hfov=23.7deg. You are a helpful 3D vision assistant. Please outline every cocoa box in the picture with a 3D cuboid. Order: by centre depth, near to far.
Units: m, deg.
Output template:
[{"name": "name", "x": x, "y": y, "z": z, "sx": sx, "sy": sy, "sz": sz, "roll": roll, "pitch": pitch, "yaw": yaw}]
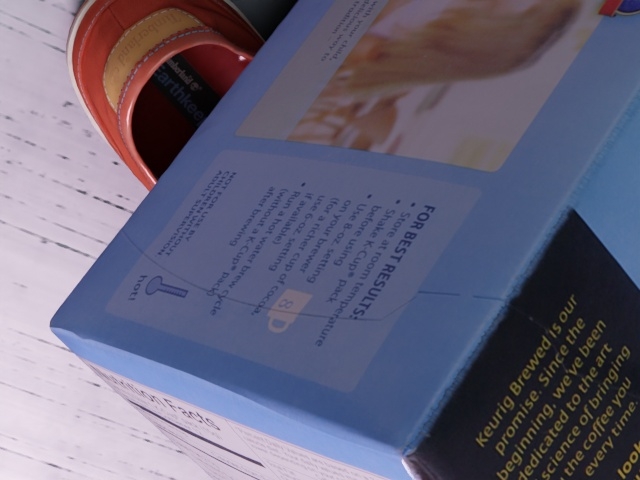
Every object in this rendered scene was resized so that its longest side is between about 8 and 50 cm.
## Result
[{"name": "cocoa box", "x": 0.108, "y": -0.013, "z": 0.645, "sx": 0.347, "sy": 0.231, "sz": 0.228, "roll": -54, "pitch": 126, "yaw": -18}]

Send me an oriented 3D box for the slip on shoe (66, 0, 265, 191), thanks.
[{"name": "slip on shoe", "x": 0.000, "y": 0.000, "z": 0.779, "sx": 0.123, "sy": 0.101, "sz": 0.331, "roll": -41, "pitch": 117, "yaw": 3}]
